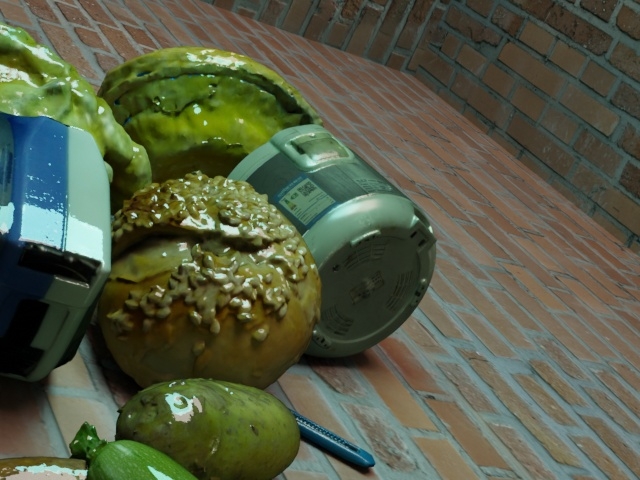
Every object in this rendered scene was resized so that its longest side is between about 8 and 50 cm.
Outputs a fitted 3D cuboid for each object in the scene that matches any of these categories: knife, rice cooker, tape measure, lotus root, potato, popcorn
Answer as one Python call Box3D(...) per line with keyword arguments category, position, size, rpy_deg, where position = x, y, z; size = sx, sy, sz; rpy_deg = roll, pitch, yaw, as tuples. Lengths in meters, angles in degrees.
Box3D(category="knife", position=(-0.062, 0.205, 1.477), size=(0.296, 0.026, 0.044), rpy_deg=(27, 6, 6))
Box3D(category="rice cooker", position=(-0.003, -0.001, 1.722), size=(0.288, 0.288, 0.277), rpy_deg=(9, 27, -42))
Box3D(category="tape measure", position=(-0.315, 0.019, 1.271), size=(0.138, 0.262, 0.259), rpy_deg=(13, 35, -18))
Box3D(category="lotus root", position=(-0.265, 0.230, 1.040), size=(0.135, 0.095, 0.159), rpy_deg=(12, 17, -27))
Box3D(category="potato", position=(-0.115, 0.210, 1.266), size=(0.149, 0.113, 0.251), rpy_deg=(26, 5, 31))
Box3D(category="popcorn", position=(-0.389, -0.105, 1.484), size=(0.274, 0.335, 0.279), rpy_deg=(-4, 32, 47))

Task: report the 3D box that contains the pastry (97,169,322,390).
Box3D(category="pastry", position=(-0.132, 0.038, 1.440), size=(0.284, 0.184, 0.316), rpy_deg=(11, 45, -7))

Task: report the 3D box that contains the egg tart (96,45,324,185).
Box3D(category="egg tart", position=(-0.185, -0.139, 1.855), size=(0.388, 0.388, 0.169), rpy_deg=(17, 54, -26))

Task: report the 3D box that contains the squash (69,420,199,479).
Box3D(category="squash", position=(-0.091, 0.297, 1.062), size=(0.395, 0.107, 0.107), rpy_deg=(36, 20, 24))
